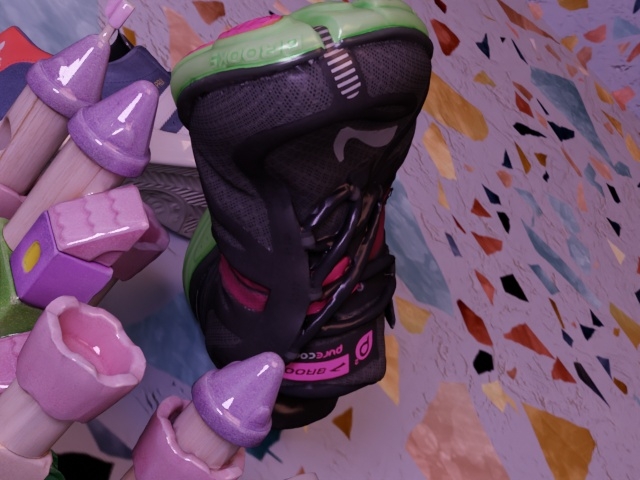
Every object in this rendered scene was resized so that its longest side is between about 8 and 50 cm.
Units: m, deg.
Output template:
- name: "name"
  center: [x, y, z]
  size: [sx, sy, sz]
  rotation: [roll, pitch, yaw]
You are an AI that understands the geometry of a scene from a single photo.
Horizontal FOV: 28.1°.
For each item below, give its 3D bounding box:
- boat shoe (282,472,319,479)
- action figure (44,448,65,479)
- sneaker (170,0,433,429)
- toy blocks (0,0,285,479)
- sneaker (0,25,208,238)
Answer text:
- name: "boat shoe"
  center: [-0.066, 0.236, 0.933]
  size: [0.219, 0.078, 0.070]
  rotation: [-20, 76, -49]
- name: "action figure"
  center: [-0.190, 0.216, 0.794]
  size: [0.137, 0.063, 0.232]
  rotation: [37, 28, -23]
- name: "sneaker"
  center: [0.000, 0.000, 0.913]
  size: [0.185, 0.482, 0.202]
  rotation: [-16, 66, -11]
- name: "toy blocks"
  center: [-0.182, 0.004, 0.767]
  size: [0.309, 0.260, 0.288]
  rotation: [25, 26, -37]
- name: "sneaker"
  center: [-0.136, -0.099, 1.106]
  size: [0.350, 0.131, 0.148]
  rotation: [14, 54, -46]
